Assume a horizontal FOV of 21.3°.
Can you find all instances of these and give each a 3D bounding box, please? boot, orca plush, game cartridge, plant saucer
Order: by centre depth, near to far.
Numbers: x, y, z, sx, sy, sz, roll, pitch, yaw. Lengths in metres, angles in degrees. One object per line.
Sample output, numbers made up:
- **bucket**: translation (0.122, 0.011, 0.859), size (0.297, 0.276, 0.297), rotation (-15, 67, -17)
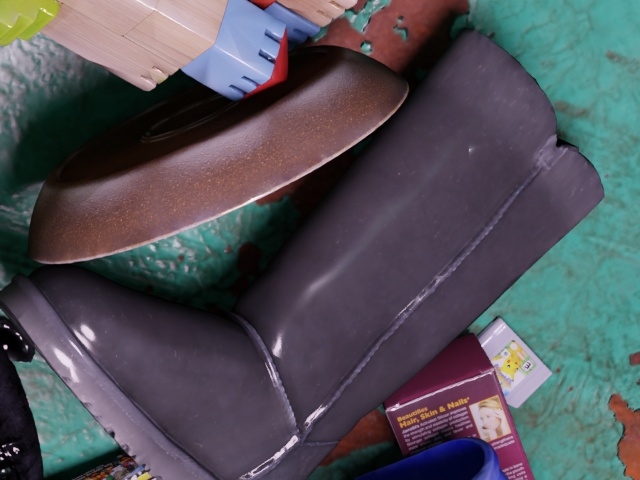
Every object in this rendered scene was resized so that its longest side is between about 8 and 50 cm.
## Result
- **plant saucer**: translation (-0.086, -0.075, 1.276), size (0.311, 0.310, 0.050), rotation (-27, 105, -9)
- **boot**: translation (0.001, 0.001, 1.363), size (0.445, 0.146, 0.367), rotation (-43, 140, -6)
- **orca plush**: translation (-0.294, 0.164, 1.393), size (0.151, 0.102, 0.287), rotation (-11, 111, -15)
- **game cartridge**: translation (0.172, 0.117, 1.584), size (0.056, 0.017, 0.083), rotation (-44, 115, 3)

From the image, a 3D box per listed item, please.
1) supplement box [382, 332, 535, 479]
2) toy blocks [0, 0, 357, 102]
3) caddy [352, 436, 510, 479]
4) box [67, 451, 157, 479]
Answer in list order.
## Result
- **supplement box**: translation (0.130, 0.194, 1.550), size (0.104, 0.081, 0.188), rotation (-21, 113, 1)
- **toy blocks**: translation (-0.077, -0.246, 1.252), size (0.261, 0.191, 0.381), rotation (29, 59, -24)
- **caddy**: translation (0.043, 0.290, 1.423), size (0.179, 0.341, 0.241), rotation (48, 49, -9)
- **box**: translation (-0.168, 0.305, 1.482), size (0.159, 0.044, 0.233), rotation (-23, 115, -36)
